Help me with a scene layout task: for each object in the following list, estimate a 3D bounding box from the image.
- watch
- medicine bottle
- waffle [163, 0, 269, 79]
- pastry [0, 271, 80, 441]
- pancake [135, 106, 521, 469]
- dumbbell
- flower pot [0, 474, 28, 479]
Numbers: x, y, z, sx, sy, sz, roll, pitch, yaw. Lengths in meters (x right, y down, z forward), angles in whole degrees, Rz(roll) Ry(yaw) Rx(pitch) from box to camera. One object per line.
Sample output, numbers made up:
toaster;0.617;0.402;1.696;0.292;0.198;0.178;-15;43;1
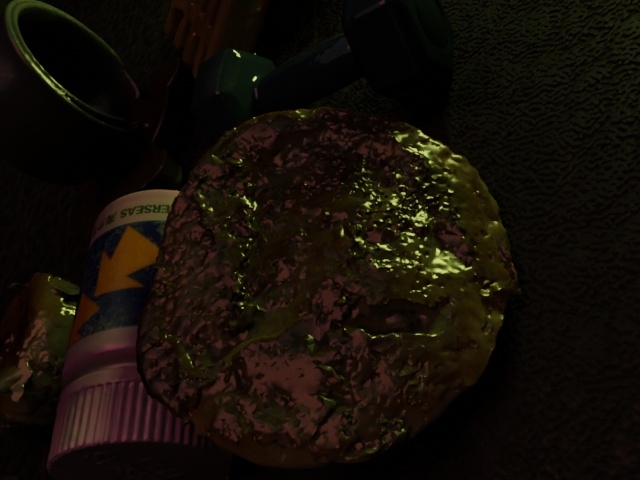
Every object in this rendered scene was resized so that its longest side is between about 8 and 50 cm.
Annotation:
watch;-0.416;-0.218;0.947;0.314;0.327;0.335;-37;44;20
medicine bottle;-0.177;0.104;0.614;0.178;0.178;0.291;-29;46;27
waffle;-0.170;-0.438;0.960;0.348;0.077;0.304;56;132;46
pastry;-0.426;0.168;0.839;0.257;0.120;0.236;1;71;50
pancake;-0.001;0.021;0.503;0.356;0.065;0.356;-7;55;11
dumbbell;-0.006;-0.201;0.685;0.324;0.160;0.144;-16;25;37
flower pot;-0.329;0.381;0.627;0.103;0.108;0.229;-30;47;24
